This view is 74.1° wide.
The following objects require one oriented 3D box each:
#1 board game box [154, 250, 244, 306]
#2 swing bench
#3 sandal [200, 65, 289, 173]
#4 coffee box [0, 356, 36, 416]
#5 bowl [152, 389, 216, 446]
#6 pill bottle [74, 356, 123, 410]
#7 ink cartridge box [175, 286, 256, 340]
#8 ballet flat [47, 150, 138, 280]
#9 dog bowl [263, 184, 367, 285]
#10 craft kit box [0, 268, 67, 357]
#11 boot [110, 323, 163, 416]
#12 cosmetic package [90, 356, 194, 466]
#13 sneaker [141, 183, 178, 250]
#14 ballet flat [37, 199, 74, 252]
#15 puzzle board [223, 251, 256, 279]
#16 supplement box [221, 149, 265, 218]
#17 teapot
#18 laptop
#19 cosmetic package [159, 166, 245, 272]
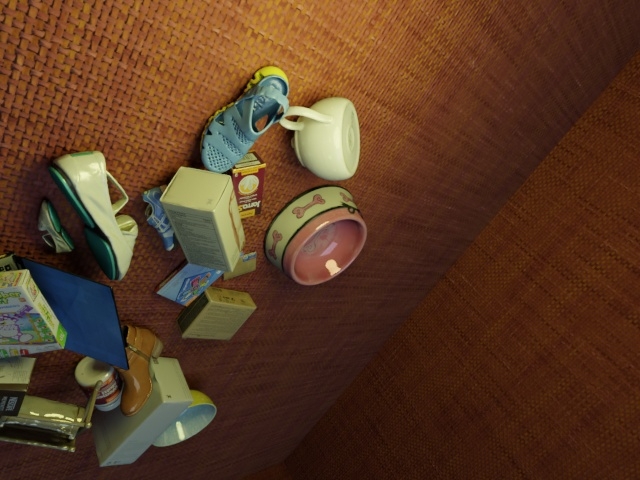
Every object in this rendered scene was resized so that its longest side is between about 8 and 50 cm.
[{"bbox_3d":[-0.405,0.101,1.431,0.281,0.027,0.145,-42,140,4],"label":"board game box"},{"bbox_3d":[-0.848,0.530,1.291,0.253,0.165,0.255,24,122,-27],"label":"swing bench"},{"bbox_3d":[-0.190,-0.298,1.078,0.126,0.138,0.317,32,105,-38],"label":"sandal"},{"bbox_3d":[-0.882,0.359,1.069,0.246,0.098,0.141,18,126,-31],"label":"coffee box"},{"bbox_3d":[-0.618,0.739,1.847,0.289,0.156,0.290,-25,143,-21],"label":"bowl"},{"bbox_3d":[-0.760,0.498,1.474,0.121,0.121,0.221,-20,141,-26],"label":"pill bottle"},{"bbox_3d":[-0.390,0.278,1.598,0.193,0.088,0.234,-48,145,15],"label":"ink cartridge box"},{"bbox_3d":[-0.536,-0.053,1.073,0.139,0.139,0.401,-23,141,-23],"label":"ballet flat"},{"bbox_3d":[0.000,0.000,1.594,0.407,0.150,0.408,-24,142,-20],"label":"dog bowl"},{"bbox_3d":[-0.759,0.180,0.969,0.249,0.061,0.247,-7,132,-11],"label":"craft kit box"},{"bbox_3d":[-0.640,0.431,1.418,0.220,0.108,0.284,69,36,-61],"label":"boot"},{"bbox_3d":[-0.693,0.653,1.632,0.385,0.217,0.156,-43,145,9],"label":"cosmetic package"},{"bbox_3d":[-0.445,-0.061,1.186,0.081,0.080,0.211,-13,128,-24],"label":"sneaker"},{"bbox_3d":[-0.659,-0.025,1.038,0.052,0.057,0.168,-15,139,-17],"label":"ballet flat"},{"bbox_3d":[-0.295,0.091,1.545,0.128,0.011,0.097,-18,139,-29],"label":"puzzle board"},{"bbox_3d":[-0.231,-0.161,1.256,0.104,0.081,0.188,-17,140,-29],"label":"supplement box"},{"bbox_3d":[0.000,-0.293,1.234,0.253,0.186,0.256,-62,148,-53],"label":"teapot"},{"bbox_3d":[-0.761,0.250,1.084,0.407,0.236,0.382,-24,143,-36],"label":"laptop"},{"bbox_3d":[-0.316,-0.049,1.190,0.296,0.153,0.129,94,11,-56],"label":"cosmetic package"}]
